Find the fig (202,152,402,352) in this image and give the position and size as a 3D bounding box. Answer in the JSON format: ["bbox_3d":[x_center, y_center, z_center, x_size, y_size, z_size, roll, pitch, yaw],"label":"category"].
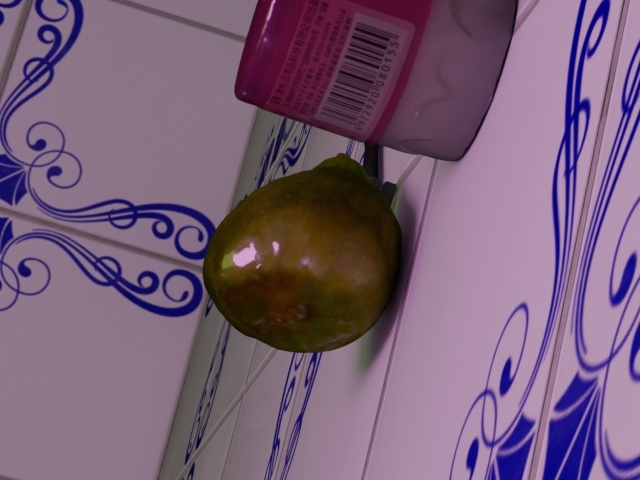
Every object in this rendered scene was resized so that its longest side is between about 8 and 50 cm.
[{"bbox_3d":[-0.005,0.016,1.725,0.233,0.167,0.167,-25,-45,-68],"label":"fig"}]

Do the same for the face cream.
[{"bbox_3d":[0.044,-0.169,1.588,0.175,0.195,0.175,-162,90,-82],"label":"face cream"}]

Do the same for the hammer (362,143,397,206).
[{"bbox_3d":[0.051,-0.058,1.956,0.246,0.029,0.103,-83,12,-60],"label":"hammer"}]
